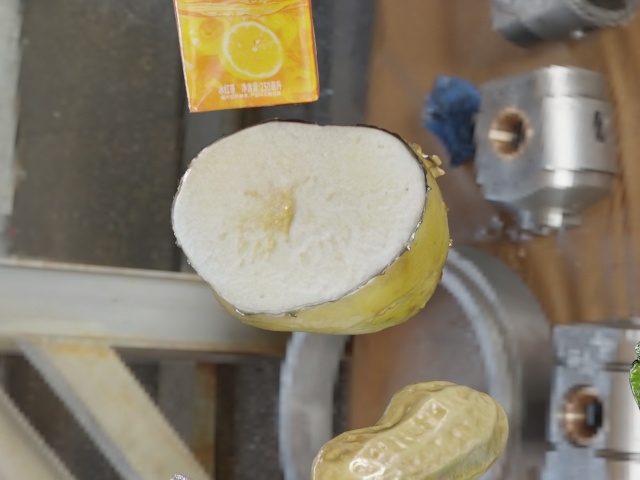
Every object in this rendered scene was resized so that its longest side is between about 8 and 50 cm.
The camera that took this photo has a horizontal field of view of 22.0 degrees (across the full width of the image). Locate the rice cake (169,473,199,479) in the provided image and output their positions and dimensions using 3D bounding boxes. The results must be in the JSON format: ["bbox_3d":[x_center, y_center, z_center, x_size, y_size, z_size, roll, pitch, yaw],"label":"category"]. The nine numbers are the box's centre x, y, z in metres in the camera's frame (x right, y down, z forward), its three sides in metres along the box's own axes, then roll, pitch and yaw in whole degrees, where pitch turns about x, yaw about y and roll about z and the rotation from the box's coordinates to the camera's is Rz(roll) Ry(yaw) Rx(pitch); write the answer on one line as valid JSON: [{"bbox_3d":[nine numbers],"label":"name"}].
[{"bbox_3d":[-0.040,0.352,1.704,0.050,0.298,0.106,-51,11,-21],"label":"rice cake"}]

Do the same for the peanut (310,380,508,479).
[{"bbox_3d":[0.073,0.167,1.310,0.083,0.194,0.093,23,120,45],"label":"peanut"}]

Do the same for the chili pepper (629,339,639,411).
[{"bbox_3d":[0.280,0.119,1.425,0.022,0.027,0.083,-78,-18,-65],"label":"chili pepper"}]

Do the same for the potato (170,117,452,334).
[{"bbox_3d":[0.000,0.000,1.842,0.300,0.196,0.246,4,69,21],"label":"potato"}]

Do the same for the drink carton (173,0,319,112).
[{"bbox_3d":[-0.057,-0.203,1.119,0.071,0.096,0.223,-93,-2,-55],"label":"drink carton"}]
